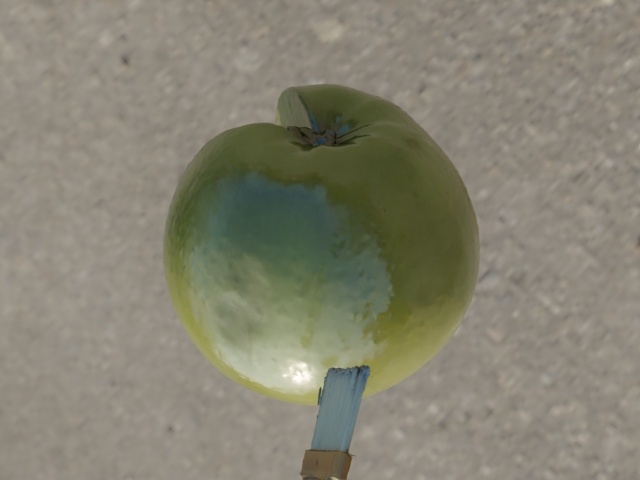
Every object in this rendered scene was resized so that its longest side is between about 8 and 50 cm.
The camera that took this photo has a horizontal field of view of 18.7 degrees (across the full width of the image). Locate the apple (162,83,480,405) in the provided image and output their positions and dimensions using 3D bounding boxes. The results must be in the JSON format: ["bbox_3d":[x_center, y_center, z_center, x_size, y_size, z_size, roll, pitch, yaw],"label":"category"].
[{"bbox_3d":[0.000,0.000,1.769,0.292,0.292,0.254,21,132,25],"label":"apple"}]

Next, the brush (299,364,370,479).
[{"bbox_3d":[-0.016,0.244,1.418,0.017,0.314,0.090,17,170,-14],"label":"brush"}]
